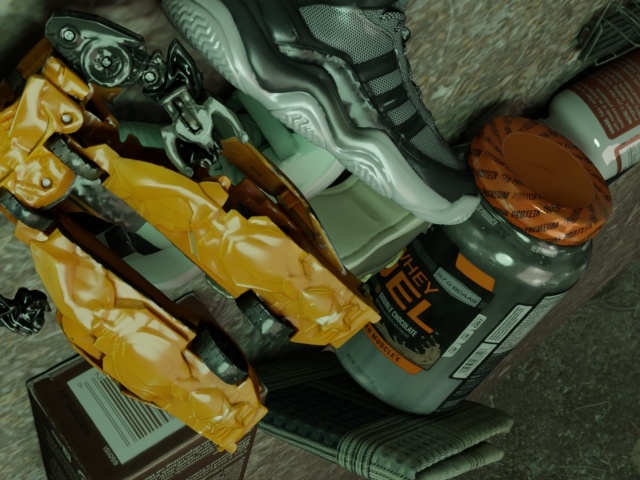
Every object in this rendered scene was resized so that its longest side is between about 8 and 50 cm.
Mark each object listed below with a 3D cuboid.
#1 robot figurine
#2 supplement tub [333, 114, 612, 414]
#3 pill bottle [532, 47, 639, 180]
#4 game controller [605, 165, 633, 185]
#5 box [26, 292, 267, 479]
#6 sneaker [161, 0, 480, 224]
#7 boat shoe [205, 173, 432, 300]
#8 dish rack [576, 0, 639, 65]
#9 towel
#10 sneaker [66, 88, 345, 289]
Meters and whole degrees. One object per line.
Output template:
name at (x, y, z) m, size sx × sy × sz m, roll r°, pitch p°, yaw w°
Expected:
robot figurine at (-0.112, -0.001, 0.617) m, size 0.211 × 0.085 × 0.291 m, roll -43°, pitch 116°, yaw 8°
supplement tub at (0.167, 0.032, 1.163) m, size 0.207 × 0.207 × 0.338 m, roll -18°, pitch 150°, yaw -45°
pill bottle at (0.353, -0.147, 1.210) m, size 0.216 × 0.121 × 0.121 m, roll -29°, pitch 160°, yaw 0°
game controller at (0.320, -0.082, 1.341) m, size 0.319 × 0.067 × 0.166 m, roll -37°, pitch -163°, yaw -4°
box at (-0.186, 0.232, 1.089) m, size 0.191 × 0.143 × 0.381 m, roll -29°, pitch 156°, yaw -26°
sneaker at (0.041, -0.124, 0.652) m, size 0.268 × 0.101 × 0.153 m, roll 34°, pitch 98°, yaw -31°
boat shoe at (0.003, 0.003, 0.964) m, size 0.305 × 0.109 × 0.091 m, roll -23°, pitch 150°, yaw -46°
dish rack at (0.390, -0.285, 1.066) m, size 0.208 × 0.074 × 0.271 m, roll -27°, pitch 157°, yaw -28°
towel at (0.050, 0.218, 1.249) m, size 0.324 × 0.312 × 0.056 m, roll -2°, pitch 106°, yaw -59°
sneaker at (-0.070, -0.067, 0.713) m, size 0.256 × 0.094 × 0.151 m, roll -43°, pitch 157°, yaw 7°
